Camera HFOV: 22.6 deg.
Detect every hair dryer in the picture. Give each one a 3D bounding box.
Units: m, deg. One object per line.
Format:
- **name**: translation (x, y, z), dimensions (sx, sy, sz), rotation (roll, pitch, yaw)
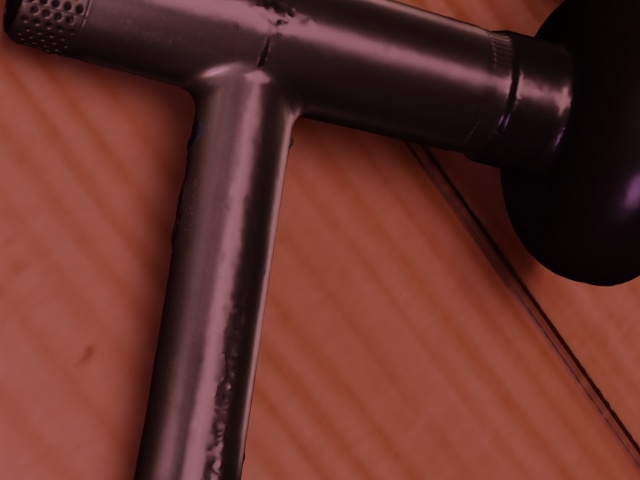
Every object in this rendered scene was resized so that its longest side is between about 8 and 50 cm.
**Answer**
- **hair dryer**: translation (0.009, 0.003, 0.745), dimensions (0.320, 0.155, 0.284), rotation (3, 96, -19)
